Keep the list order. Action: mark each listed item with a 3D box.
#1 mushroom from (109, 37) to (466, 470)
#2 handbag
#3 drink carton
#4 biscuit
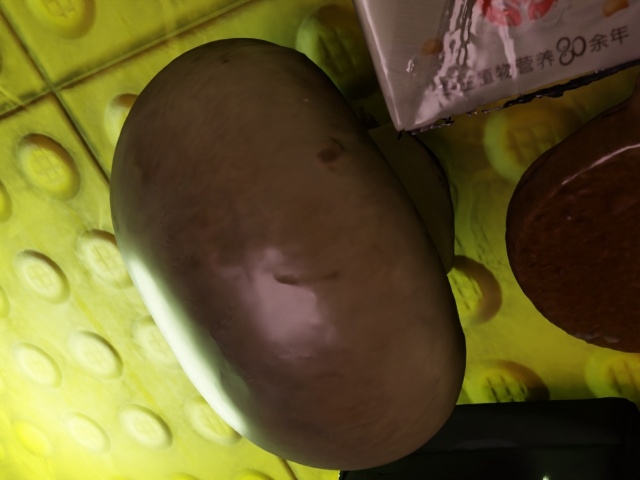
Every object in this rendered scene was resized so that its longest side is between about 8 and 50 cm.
[{"bbox_3d":[0.000,0.000,0.694,0.362,0.295,0.362,55,166,21],"label":"mushroom"},{"bbox_3d":[0.203,0.301,0.884,0.342,0.152,0.288,-10,129,34],"label":"handbag"},{"bbox_3d":[0.088,-0.251,0.512,0.194,0.132,0.324,-17,117,8],"label":"drink carton"},{"bbox_3d":[0.299,-0.036,0.572,0.368,0.063,0.314,-21,132,30],"label":"biscuit"}]
